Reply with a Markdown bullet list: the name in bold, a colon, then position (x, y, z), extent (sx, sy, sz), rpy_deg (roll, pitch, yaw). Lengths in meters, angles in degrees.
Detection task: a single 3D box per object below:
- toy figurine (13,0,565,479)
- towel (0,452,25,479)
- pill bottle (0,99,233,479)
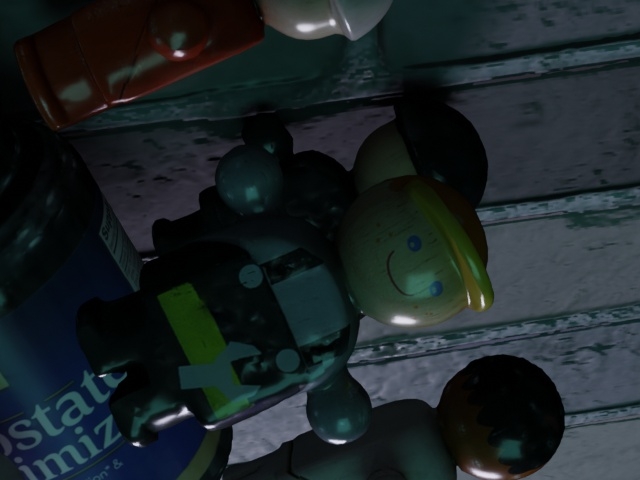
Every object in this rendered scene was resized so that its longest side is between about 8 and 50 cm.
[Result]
- **toy figurine**: position (0.000, 0.000, 0.576), extent (0.148, 0.209, 0.213), rpy_deg (-23, 141, 4)
- **towel**: position (-0.317, 0.145, 0.661), extent (0.374, 0.090, 0.320), rpy_deg (21, 138, -2)
- **pill bottle**: position (-0.131, 0.029, 0.630), extent (0.123, 0.123, 0.219), rpy_deg (-20, 127, 10)
